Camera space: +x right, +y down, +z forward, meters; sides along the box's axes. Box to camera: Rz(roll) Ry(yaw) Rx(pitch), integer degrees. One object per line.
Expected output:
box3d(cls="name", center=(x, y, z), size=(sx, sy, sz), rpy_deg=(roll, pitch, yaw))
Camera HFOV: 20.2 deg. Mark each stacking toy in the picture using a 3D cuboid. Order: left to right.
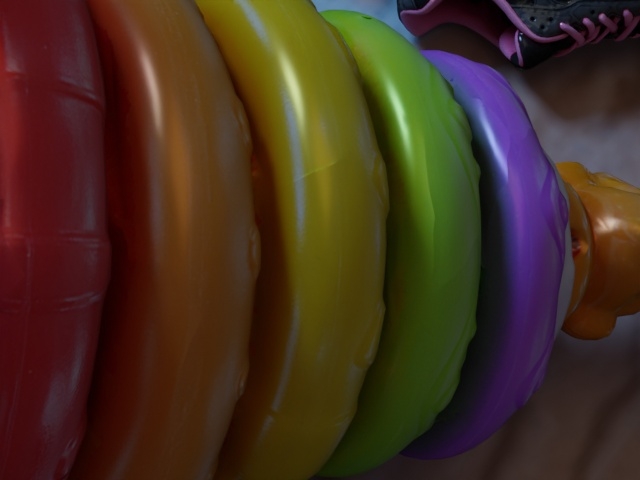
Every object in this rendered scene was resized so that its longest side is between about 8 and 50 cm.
box3d(cls="stacking toy", center=(0.000, 0.000, 0.444), size=(0.301, 0.166, 0.175), rpy_deg=(0, 75, -27))

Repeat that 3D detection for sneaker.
box3d(cls="sneaker", center=(0.078, -0.075, 0.562), size=(0.119, 0.047, 0.057), rpy_deg=(11, 64, 0))
